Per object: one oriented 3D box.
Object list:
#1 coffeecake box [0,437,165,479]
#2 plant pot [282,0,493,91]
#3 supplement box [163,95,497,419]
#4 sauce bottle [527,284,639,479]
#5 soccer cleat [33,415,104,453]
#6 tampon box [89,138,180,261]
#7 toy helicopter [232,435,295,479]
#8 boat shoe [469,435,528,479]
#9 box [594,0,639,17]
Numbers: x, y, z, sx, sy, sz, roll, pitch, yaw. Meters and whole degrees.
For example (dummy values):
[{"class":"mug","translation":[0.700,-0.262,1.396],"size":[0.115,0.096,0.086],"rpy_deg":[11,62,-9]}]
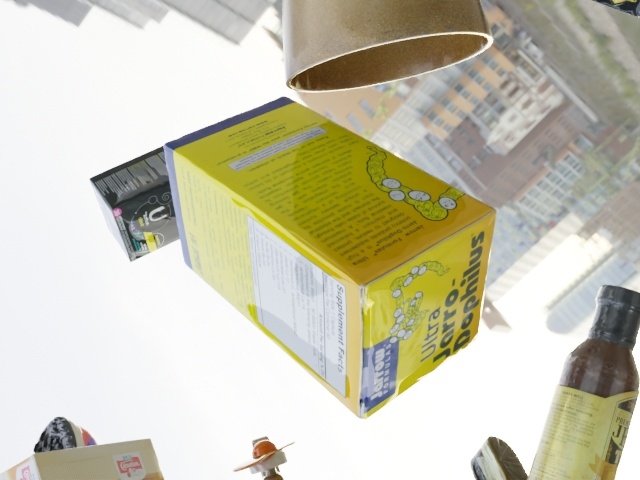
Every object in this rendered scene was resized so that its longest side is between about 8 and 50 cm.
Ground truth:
[{"class":"coffeecake box","translation":[-0.242,0.237,0.622],"size":[0.142,0.185,0.068],"rpy_deg":[21,-139,-64]},{"class":"plant pot","translation":[0.051,-0.320,0.846],"size":[0.237,0.237,0.254],"rpy_deg":[-16,-86,-68]},{"class":"supplement box","translation":[0.000,0.000,0.886],"size":[0.195,0.194,0.356],"rpy_deg":[-28,-135,-30]},{"class":"sauce bottle","translation":[0.379,0.233,1.048],"size":[0.111,0.344,0.111],"rpy_deg":[19,173,2]},{"class":"soccer cleat","translation":[-0.337,0.386,1.137],"size":[0.116,0.108,0.318],"rpy_deg":[38,178,-40]},{"class":"tampon box","translation":[-0.268,-0.065,1.216],"size":[0.101,0.161,0.120],"rpy_deg":[46,155,39]},{"class":"toy helicopter","translation":[-0.077,0.409,1.233],"size":[0.355,0.140,0.235],"rpy_deg":[-141,31,-73]},{"class":"boat shoe","translation":[0.284,0.401,1.118],"size":[0.080,0.073,0.223],"rpy_deg":[18,-147,-27]},{"class":"box","translation":[0.370,-0.394,1.042],"size":[0.220,0.051,0.175],"rpy_deg":[29,-136,20]}]
